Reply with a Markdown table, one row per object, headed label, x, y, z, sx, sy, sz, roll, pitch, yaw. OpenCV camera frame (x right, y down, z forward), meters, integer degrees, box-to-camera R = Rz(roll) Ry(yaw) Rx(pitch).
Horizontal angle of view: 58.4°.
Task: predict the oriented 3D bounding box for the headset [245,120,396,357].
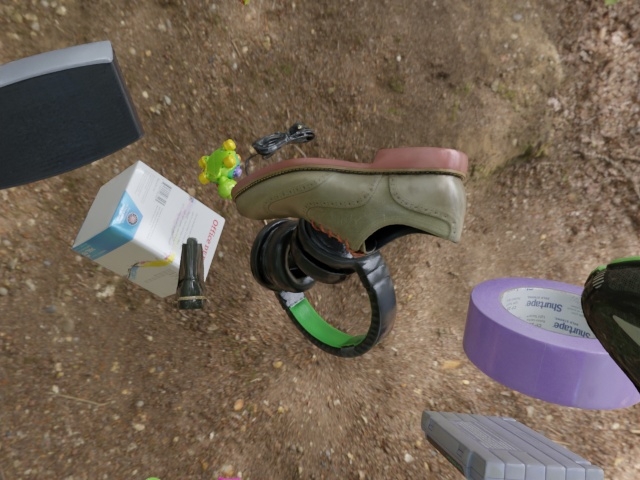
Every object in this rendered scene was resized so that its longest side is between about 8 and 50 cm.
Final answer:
| label | x | y | z | sx | sy | sz | roll | pitch | yaw |
| --- | --- | --- | --- | --- | --- | --- | --- | --- | --- |
| headset | 0.000 | 0.000 | 0.966 | 0.185 | 0.243 | 0.394 | -31 | 96 | -40 |

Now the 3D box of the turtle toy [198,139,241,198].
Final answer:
| label | x | y | z | sx | sy | sz | roll | pitch | yaw |
| --- | --- | --- | --- | --- | --- | --- | --- | --- | --- |
| turtle toy | -0.205 | -0.144 | 1.210 | 0.095 | 0.066 | 0.130 | -29 | 48 | 21 |

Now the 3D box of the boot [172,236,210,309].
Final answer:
| label | x | y | z | sx | sy | sz | roll | pitch | yaw |
| --- | --- | --- | --- | --- | --- | --- | --- | --- | --- |
| boot | -0.258 | 0.069 | 1.157 | 0.077 | 0.198 | 0.137 | 0 | 85 | -20 |

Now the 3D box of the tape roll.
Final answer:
| label | x | y | z | sx | sy | sz | roll | pitch | yaw |
| --- | --- | --- | --- | --- | --- | --- | --- | --- | --- |
| tape roll | 0.365 | 0.146 | 0.887 | 0.274 | 0.275 | 0.090 | 6 | 107 | 1 |

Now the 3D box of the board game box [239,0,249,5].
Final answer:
| label | x | y | z | sx | sy | sz | roll | pitch | yaw |
| --- | --- | --- | --- | --- | --- | --- | --- | --- | --- |
| board game box | -0.213 | -0.592 | 1.205 | 0.181 | 0.092 | 0.043 | 40 | 78 | -6 |

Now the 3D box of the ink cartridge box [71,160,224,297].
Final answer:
| label | x | y | z | sx | sy | sz | roll | pitch | yaw |
| --- | --- | --- | --- | --- | --- | --- | --- | --- | --- |
| ink cartridge box | -0.418 | -0.017 | 1.419 | 0.270 | 0.197 | 0.198 | 37 | 49 | -33 |

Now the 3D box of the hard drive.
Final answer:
| label | x | y | z | sx | sy | sz | roll | pitch | yaw |
| --- | --- | --- | --- | --- | --- | --- | --- | --- | --- |
| hard drive | -0.397 | -0.174 | 0.829 | 0.254 | 0.172 | 0.054 | -24 | 37 | -17 |

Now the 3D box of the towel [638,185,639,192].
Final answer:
| label | x | y | z | sx | sy | sz | roll | pitch | yaw |
| --- | --- | --- | --- | --- | --- | --- | --- | --- | --- |
| towel | 0.407 | -0.153 | 0.361 | 0.053 | 0.317 | 0.332 | 27 | 87 | -22 |

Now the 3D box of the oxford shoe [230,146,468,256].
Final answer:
| label | x | y | z | sx | sy | sz | roll | pitch | yaw |
| --- | --- | --- | --- | --- | --- | --- | --- | --- | --- |
| oxford shoe | 0.023 | -0.042 | 0.776 | 0.348 | 0.123 | 0.130 | -4 | 82 | 30 |

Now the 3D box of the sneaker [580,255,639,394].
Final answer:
| label | x | y | z | sx | sy | sz | roll | pitch | yaw |
| --- | --- | --- | --- | --- | --- | --- | --- | --- | --- |
| sneaker | 0.369 | 0.224 | 0.493 | 0.202 | 0.185 | 0.483 | -13 | 63 | -17 |

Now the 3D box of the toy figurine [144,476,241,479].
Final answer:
| label | x | y | z | sx | sy | sz | roll | pitch | yaw |
| --- | --- | --- | --- | --- | --- | --- | --- | --- | --- |
| toy figurine | -0.173 | 0.411 | 0.870 | 0.159 | 0.173 | 0.130 | -15 | 73 | 9 |

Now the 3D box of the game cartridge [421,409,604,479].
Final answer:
| label | x | y | z | sx | sy | sz | roll | pitch | yaw |
| --- | --- | --- | --- | --- | --- | --- | --- | --- | --- |
| game cartridge | 0.354 | 0.416 | 1.145 | 0.230 | 0.355 | 0.068 | 2 | 87 | -7 |
